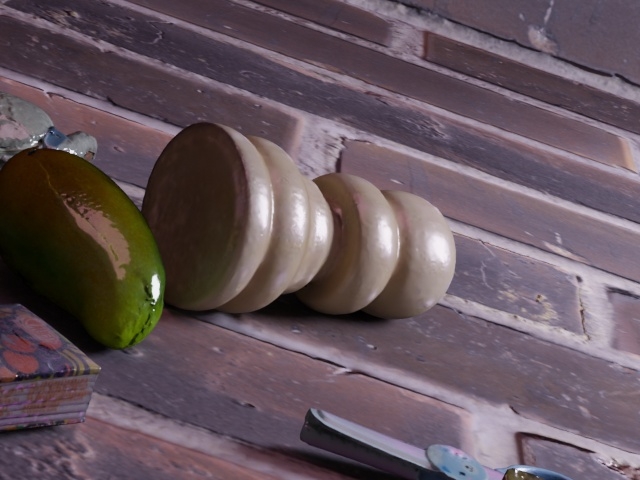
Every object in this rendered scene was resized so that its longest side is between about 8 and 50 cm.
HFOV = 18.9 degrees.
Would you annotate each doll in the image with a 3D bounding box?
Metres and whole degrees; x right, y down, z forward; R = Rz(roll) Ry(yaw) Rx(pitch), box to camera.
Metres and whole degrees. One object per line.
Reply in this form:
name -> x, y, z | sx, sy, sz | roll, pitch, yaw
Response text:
doll -> -0.316, -0.103, 1.838 | 0.214, 0.071, 0.103 | 10, 19, -16

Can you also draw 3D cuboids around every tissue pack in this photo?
tissue pack -> -0.248, 0.092, 1.374 | 0.108, 0.060, 0.148 | 34, 22, 34

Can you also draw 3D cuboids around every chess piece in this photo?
chess piece -> 0.000, 0.000, 1.757 | 0.299, 0.167, 0.167 | 11, 20, -38

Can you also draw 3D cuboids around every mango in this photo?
mango -> -0.205, 0.002, 1.605 | 0.125, 0.111, 0.233 | -6, 41, -25

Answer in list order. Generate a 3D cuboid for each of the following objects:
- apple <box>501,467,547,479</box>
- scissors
apple -> 0.199, 0.280, 1.198 | 0.265, 0.120, 0.193 | 26, 42, -19
scissors -> 0.105, 0.187, 1.506 | 0.256, 0.030, 0.125 | 20, 19, -8
